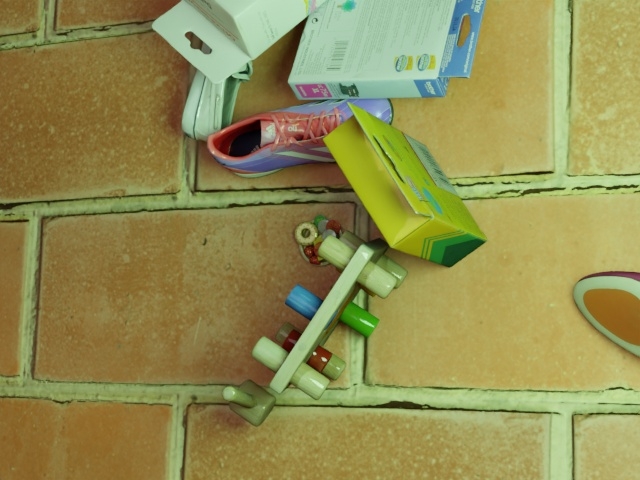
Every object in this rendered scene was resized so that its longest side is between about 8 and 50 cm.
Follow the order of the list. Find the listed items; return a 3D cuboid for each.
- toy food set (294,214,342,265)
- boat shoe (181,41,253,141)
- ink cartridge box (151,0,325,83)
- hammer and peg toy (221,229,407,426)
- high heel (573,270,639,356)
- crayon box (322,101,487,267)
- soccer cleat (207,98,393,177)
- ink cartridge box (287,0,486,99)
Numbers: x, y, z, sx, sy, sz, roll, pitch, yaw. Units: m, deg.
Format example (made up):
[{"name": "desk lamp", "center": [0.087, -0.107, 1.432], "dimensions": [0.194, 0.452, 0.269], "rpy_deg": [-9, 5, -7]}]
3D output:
[{"name": "toy food set", "center": [0.000, 0.000, 1.956], "dimensions": [0.082, 0.020, 0.083], "rpy_deg": [-22, 73, 20]}, {"name": "boat shoe", "center": [-0.162, -0.298, 2.036], "dimensions": [0.088, 0.096, 0.268], "rpy_deg": [17, 87, 16]}, {"name": "ink cartridge box", "center": [-0.111, -0.446, 1.944], "dimensions": [0.353, 0.119, 0.207], "rpy_deg": [-41, 62, -11]}, {"name": "hammer and peg toy", "center": [-0.010, 0.156, 1.807], "dimensions": [0.127, 0.266, 0.361], "rpy_deg": [34, 96, 6]}, {"name": "high heel", "center": [0.556, 0.099, 1.674], "dimensions": [0.377, 0.181, 0.127], "rpy_deg": [20, 125, 40]}, {"name": "crayon box", "center": [0.121, -0.077, 1.747], "dimensions": [0.081, 0.318, 0.202], "rpy_deg": [-37, 69, 16]}, {"name": "soccer cleat", "center": [-0.035, -0.178, 1.945], "dimensions": [0.318, 0.116, 0.109], "rpy_deg": [-13, 77, 23]}, {"name": "ink cartridge box", "center": [0.114, -0.317, 1.897], "dimensions": [0.311, 0.065, 0.186], "rpy_deg": [1, 60, 27]}]
